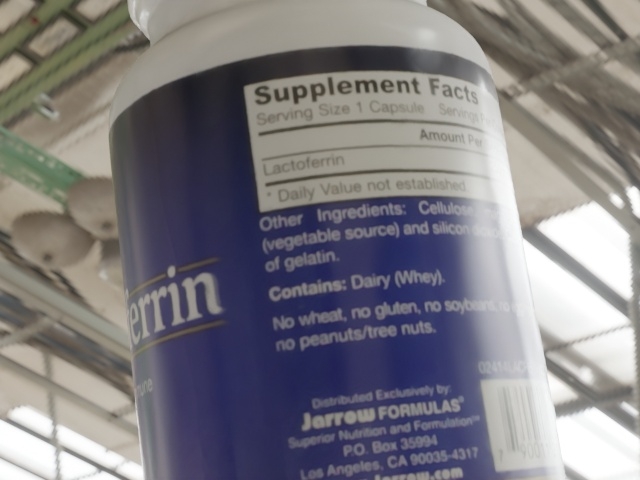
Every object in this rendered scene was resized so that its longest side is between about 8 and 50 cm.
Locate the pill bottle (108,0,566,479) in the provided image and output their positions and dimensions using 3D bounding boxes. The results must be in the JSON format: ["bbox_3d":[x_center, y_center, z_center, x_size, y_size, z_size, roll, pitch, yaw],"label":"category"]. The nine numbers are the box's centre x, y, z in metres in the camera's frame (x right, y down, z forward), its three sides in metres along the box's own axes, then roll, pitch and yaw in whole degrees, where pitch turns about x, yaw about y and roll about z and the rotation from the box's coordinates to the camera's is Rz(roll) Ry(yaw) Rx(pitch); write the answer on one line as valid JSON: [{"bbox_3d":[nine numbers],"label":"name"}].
[{"bbox_3d":[0.000,0.000,0.488,0.153,0.153,0.264,-21,-109,42],"label":"pill bottle"}]
